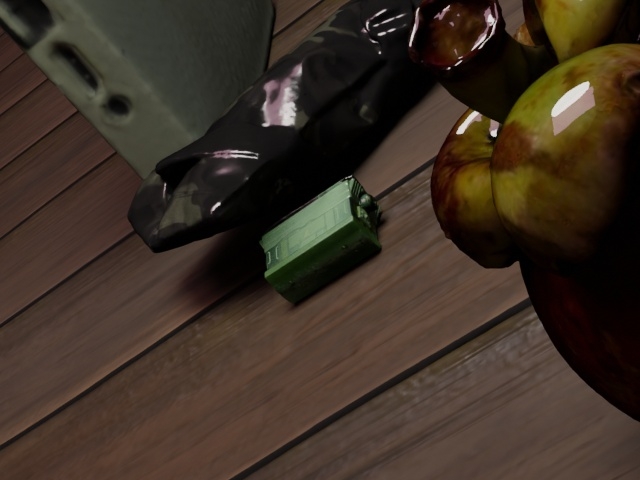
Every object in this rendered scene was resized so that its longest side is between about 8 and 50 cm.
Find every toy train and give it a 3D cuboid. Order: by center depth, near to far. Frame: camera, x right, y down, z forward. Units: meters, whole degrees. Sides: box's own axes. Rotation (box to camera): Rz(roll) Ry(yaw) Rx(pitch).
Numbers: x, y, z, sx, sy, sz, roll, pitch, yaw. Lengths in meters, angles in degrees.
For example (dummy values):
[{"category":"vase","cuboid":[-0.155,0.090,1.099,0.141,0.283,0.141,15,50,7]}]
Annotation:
[{"category":"toy train","cuboid":[0.000,0.000,0.866,0.093,0.038,0.056,-33,31,19]}]

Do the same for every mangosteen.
[{"category":"mangosteen","cuboid":[0.145,-0.030,0.478,0.215,0.257,0.215,-41,41,49]}]

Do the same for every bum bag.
[{"category":"bum bag","cuboid":[-0.005,-0.105,0.962,0.340,0.095,0.144,-43,23,-19]}]

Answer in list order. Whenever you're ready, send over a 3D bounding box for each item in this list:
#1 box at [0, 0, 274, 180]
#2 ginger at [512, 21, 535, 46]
[{"category":"box","cuboid":[-0.186,-0.248,1.107,0.090,0.367,0.373,-29,30,23]},{"category":"ginger","cuboid":[0.189,-0.139,0.770,0.162,0.073,0.103,-41,28,2]}]
